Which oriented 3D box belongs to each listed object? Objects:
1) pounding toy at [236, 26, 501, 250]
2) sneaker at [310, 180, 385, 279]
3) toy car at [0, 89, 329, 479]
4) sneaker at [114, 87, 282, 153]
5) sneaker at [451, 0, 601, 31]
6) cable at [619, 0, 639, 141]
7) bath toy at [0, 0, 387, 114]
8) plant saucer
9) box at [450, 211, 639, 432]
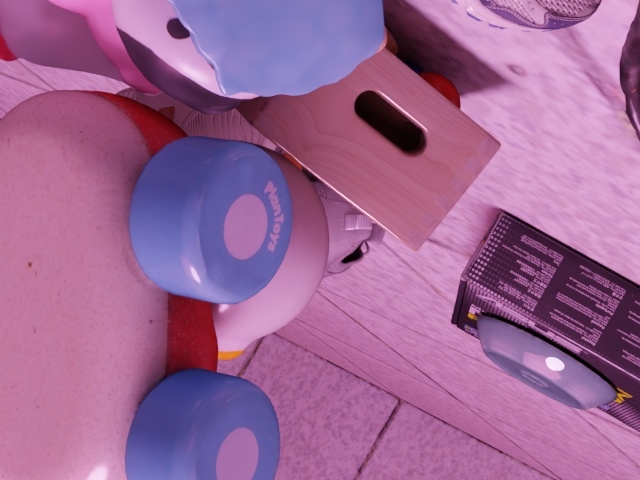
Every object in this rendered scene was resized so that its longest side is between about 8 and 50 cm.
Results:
[{"bbox_3d":[0.017,-0.083,0.659,0.141,0.100,0.130,37,-175,-20],"label":"pounding toy"},{"bbox_3d":[0.000,0.000,1.101,0.115,0.105,0.281,2,-177,4],"label":"sneaker"},{"bbox_3d":[-0.070,0.026,0.686,0.219,0.210,0.238,8,-171,37],"label":"toy car"},{"bbox_3d":[-0.076,-0.086,1.038,0.118,0.083,0.222,14,178,-41],"label":"sneaker"},{"bbox_3d":[0.060,-0.113,0.418,0.135,0.052,0.058,37,166,-37],"label":"sneaker"},{"bbox_3d":[0.129,-0.090,0.378,0.139,0.072,0.287,32,163,51],"label":"cable"},{"bbox_3d":[-0.092,-0.130,0.581,0.129,0.151,0.348,-12,-172,-18],"label":"bath toy"},{"bbox_3d":[0.165,0.096,0.953,0.119,0.021,0.119,30,171,5],"label":"plant saucer"},{"bbox_3d":[0.231,0.090,0.961,0.270,0.060,0.216,30,172,9],"label":"box"}]
